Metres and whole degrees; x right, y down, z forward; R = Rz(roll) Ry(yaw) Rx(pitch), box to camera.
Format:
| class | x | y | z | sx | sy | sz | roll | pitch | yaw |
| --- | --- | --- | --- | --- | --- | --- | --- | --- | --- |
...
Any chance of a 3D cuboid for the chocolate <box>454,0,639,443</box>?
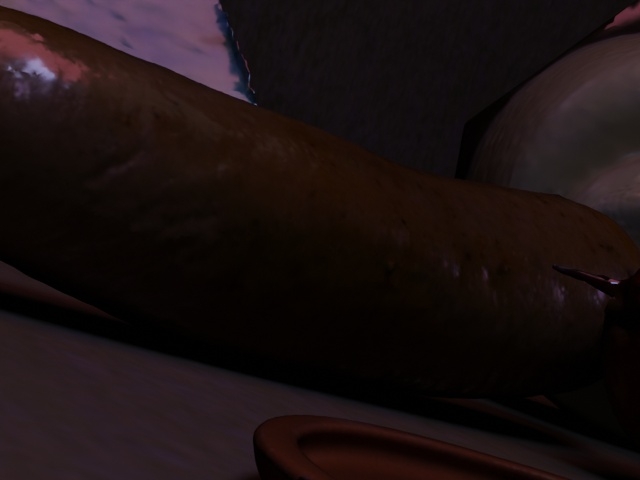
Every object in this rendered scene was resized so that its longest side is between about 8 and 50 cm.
| class | x | y | z | sx | sy | sz | roll | pitch | yaw |
| --- | --- | --- | --- | --- | --- | --- | --- | --- | --- |
| chocolate | 0.271 | -0.004 | 1.121 | 0.314 | 0.326 | 0.297 | 57 | -6 | -5 |

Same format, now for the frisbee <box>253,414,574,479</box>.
| class | x | y | z | sx | sy | sz | roll | pitch | yaw |
| --- | --- | --- | --- | --- | --- | --- | --- | --- | --- |
| frisbee | 0.099 | 0.095 | 0.417 | 0.251 | 0.021 | 0.251 | 18 | -1 | 0 |

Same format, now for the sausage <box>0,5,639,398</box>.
| class | x | y | z | sx | sy | sz | roll | pitch | yaw |
| --- | --- | --- | --- | --- | --- | --- | --- | --- | --- |
| sausage | 0.000 | 0.003 | 0.785 | 0.501 | 0.136 | 0.123 | 15 | -25 | -42 |

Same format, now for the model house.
| class | x | y | z | sx | sy | sz | roll | pitch | yaw |
| --- | --- | --- | --- | --- | --- | --- | --- | --- | --- |
| model house | -0.214 | -0.071 | 1.091 | 0.261 | 0.241 | 0.226 | 5 | 50 | -30 |

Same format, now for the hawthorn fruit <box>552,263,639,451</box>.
| class | x | y | z | sx | sy | sz | roll | pitch | yaw |
| --- | --- | --- | --- | --- | --- | --- | --- | --- | --- |
| hawthorn fruit | 0.218 | 0.058 | 0.801 | 0.235 | 0.181 | 0.181 | 14 | 1 | -12 |
